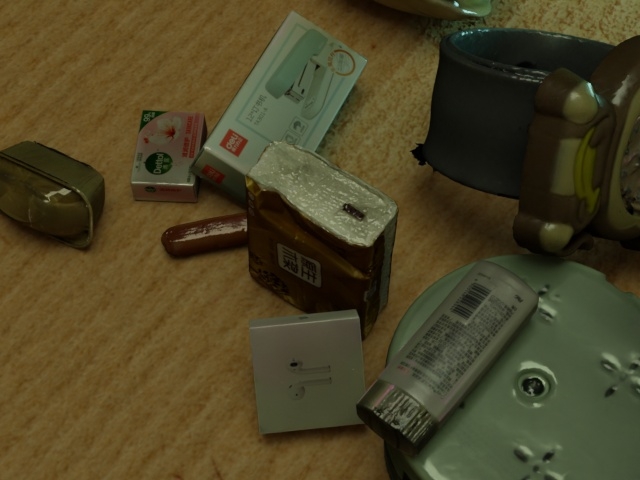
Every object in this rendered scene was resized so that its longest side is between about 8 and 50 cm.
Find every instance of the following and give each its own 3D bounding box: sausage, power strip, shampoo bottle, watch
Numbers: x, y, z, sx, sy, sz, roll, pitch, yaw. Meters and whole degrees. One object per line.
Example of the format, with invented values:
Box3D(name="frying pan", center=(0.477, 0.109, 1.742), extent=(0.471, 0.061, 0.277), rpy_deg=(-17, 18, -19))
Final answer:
Box3D(name="sausage", center=(-0.143, -0.008, 1.629), extent=(0.131, 0.039, 0.041), rpy_deg=(-11, 67, -4))
Box3D(name="power strip", center=(0.227, 0.201, 1.427), extent=(0.357, 0.161, 0.357), rpy_deg=(-1, 59, 2))
Box3D(name="shampoo bottle", center=(0.139, 0.123, 1.349), extent=(0.086, 0.056, 0.227), rpy_deg=(32, 66, 23))
Box3D(name="watch", center=(0.272, -0.153, 1.539), extent=(0.335, 0.314, 0.327), rpy_deg=(-15, 29, -40))

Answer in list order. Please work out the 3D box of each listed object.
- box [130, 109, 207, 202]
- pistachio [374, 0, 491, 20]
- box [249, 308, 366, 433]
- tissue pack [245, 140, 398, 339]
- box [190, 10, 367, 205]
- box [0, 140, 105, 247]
Box3D(name="box", center=(-0.204, -0.114, 1.692), extent=(0.089, 0.043, 0.125), rpy_deg=(2, 59, 2))
Box3D(name="pistachio", center=(0.128, -0.442, 1.787), extent=(0.321, 0.229, 0.238), rpy_deg=(37, 32, 12))
Box3D(name="box", center=(-0.014, 0.154, 1.484), extent=(0.129, 0.051, 0.130), rpy_deg=(-6, 99, -3))
Box3D(name="tissue pack", center=(0.000, 0.000, 1.512), extent=(0.183, 0.226, 0.092), rpy_deg=(27, 62, 16))
Box3D(name="box", center=(-0.052, -0.167, 1.680), extent=(0.135, 0.079, 0.269), rpy_deg=(33, 62, -6))
Box3D(name="box", center=(-0.363, -0.061, 1.631), extent=(0.177, 0.111, 0.111), rpy_deg=(24, 62, 15))
